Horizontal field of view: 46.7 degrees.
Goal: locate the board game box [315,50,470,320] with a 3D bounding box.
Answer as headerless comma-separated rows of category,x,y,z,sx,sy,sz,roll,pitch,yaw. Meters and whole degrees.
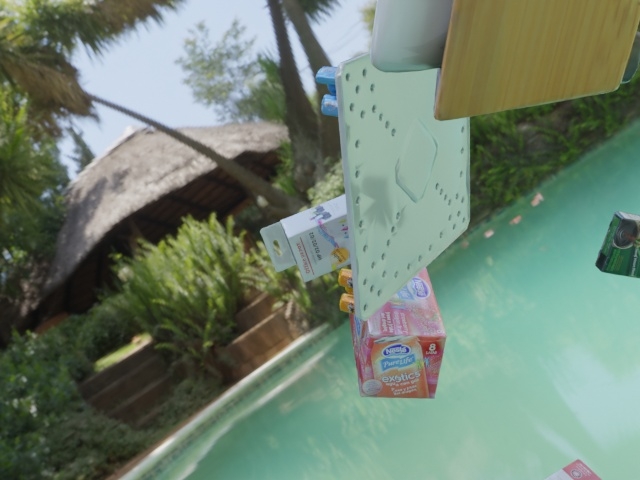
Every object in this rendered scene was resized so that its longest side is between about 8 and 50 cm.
board game box,0.134,-0.129,1.181,0.050,0.390,0.390,11,30,33

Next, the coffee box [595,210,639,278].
coffee box,0.607,0.016,1.347,0.040,0.184,0.113,-98,20,-67

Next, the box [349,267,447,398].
box,0.139,0.148,1.431,0.142,0.154,0.300,2,30,-5

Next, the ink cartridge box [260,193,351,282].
ink cartridge box,0.000,0.000,1.269,0.181,0.104,0.061,-22,36,-4

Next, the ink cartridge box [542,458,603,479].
ink cartridge box,0.395,0.468,1.241,0.198,0.067,0.115,-25,31,-13

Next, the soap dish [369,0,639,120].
soap dish,0.110,-0.194,0.405,0.291,0.118,0.229,-63,-17,-70
